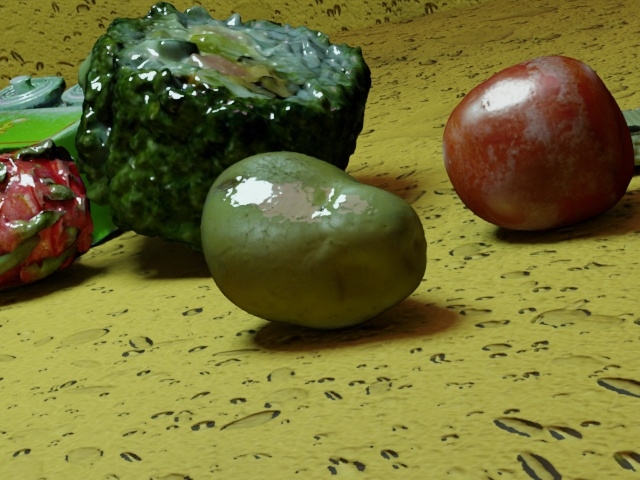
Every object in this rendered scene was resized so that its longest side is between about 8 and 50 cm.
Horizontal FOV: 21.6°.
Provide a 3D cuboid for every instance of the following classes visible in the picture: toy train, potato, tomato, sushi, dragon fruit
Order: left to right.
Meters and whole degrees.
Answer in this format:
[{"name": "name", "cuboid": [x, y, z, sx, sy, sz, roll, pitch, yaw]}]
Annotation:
[{"name": "dragon fruit", "cuboid": [-0.333, -0.021, 1.738, 0.172, 0.160, 0.166, -17, 39, -26]}, {"name": "toy train", "cuboid": [-0.326, -0.090, 1.990, 0.307, 0.173, 0.249, 1, 27, 36]}, {"name": "sushi", "cuboid": [-0.108, -0.129, 1.770, 0.294, 0.178, 0.352, 15, 22, 5]}, {"name": "potato", "cuboid": [0.000, 0.000, 1.415, 0.194, 0.157, 0.157, 1, 18, 33]}, {"name": "tomato", "cuboid": [0.212, -0.082, 1.598, 0.187, 0.151, 0.187, -24, -24, -12]}]

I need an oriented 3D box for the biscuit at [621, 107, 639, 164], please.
[{"name": "biscuit", "cuboid": [0.270, -0.098, 1.797, 0.252, 0.052, 0.150, -9, 10, 1]}]
